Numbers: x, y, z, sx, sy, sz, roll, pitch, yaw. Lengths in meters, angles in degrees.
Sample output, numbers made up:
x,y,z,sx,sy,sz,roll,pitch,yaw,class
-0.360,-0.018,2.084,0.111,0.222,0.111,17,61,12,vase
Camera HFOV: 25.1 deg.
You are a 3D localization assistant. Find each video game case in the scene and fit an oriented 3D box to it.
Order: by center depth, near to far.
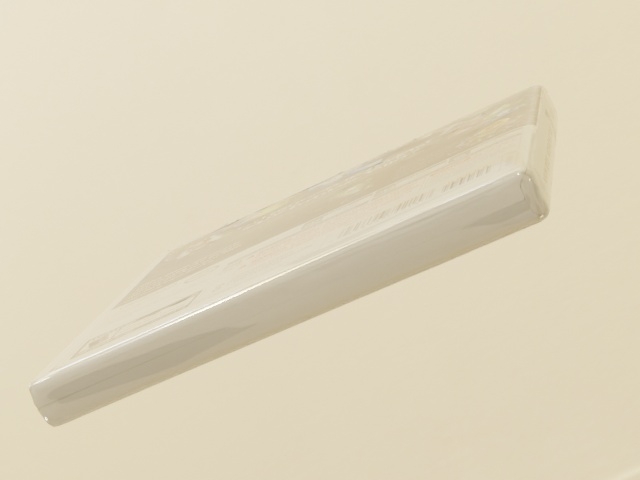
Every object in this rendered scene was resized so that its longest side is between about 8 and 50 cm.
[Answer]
x,y,z,sx,sy,sz,roll,pitch,yaw,class
0.000,0.000,0.553,0.190,0.173,0.022,-24,-80,16,video game case
